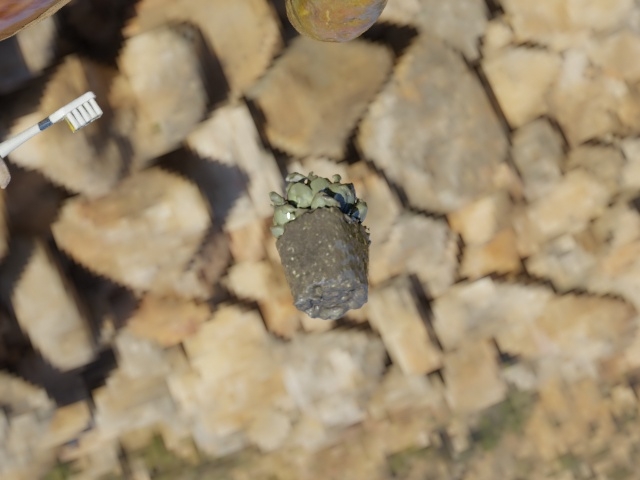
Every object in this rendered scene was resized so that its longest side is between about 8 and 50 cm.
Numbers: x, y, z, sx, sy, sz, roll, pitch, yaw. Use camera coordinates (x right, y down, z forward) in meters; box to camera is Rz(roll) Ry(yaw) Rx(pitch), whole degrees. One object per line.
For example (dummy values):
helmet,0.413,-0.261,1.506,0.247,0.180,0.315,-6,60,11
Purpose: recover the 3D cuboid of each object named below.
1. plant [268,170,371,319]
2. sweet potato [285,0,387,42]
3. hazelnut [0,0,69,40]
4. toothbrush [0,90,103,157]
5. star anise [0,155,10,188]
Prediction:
plant,0.000,0.000,1.854,0.092,0.143,0.094,-30,140,29
sweet potato,0.024,-0.195,1.469,0.075,0.075,0.269,-11,173,-25
hazelnut,-0.309,-0.318,1.691,0.372,0.372,0.315,-13,113,-21
toothbrush,-0.363,-0.059,1.986,0.342,0.030,0.025,-33,176,-24
star anise,-0.414,-0.093,1.816,0.227,0.148,0.218,2,157,0
